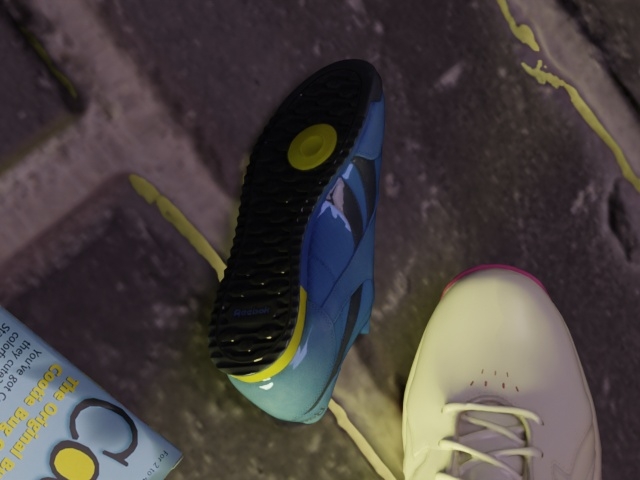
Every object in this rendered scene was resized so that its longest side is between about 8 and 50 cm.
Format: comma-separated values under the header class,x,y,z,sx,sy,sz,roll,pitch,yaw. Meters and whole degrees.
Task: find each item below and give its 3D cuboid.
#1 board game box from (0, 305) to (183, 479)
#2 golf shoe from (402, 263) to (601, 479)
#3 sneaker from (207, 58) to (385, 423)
class,x,y,z,sx,sy,sz,roll,pitch,yaw
board game box,-0.226,0.071,0.706,0.275,0.142,0.144,41,68,-10
golf shoe,0.093,0.157,0.811,0.115,0.140,0.306,2,78,5
sneaker,0.000,0.000,0.861,0.082,0.069,0.209,42,54,-45
